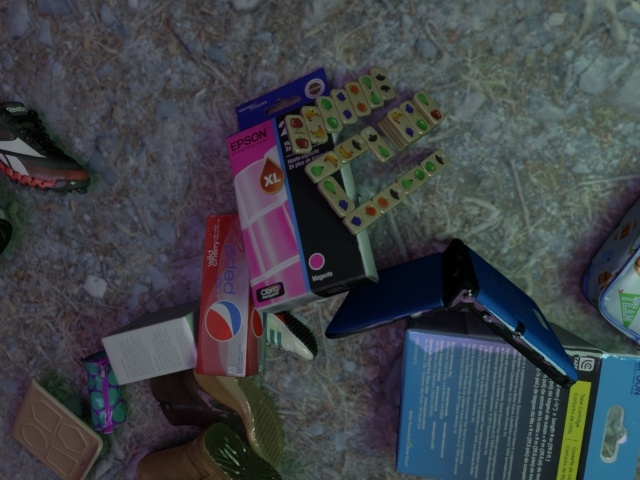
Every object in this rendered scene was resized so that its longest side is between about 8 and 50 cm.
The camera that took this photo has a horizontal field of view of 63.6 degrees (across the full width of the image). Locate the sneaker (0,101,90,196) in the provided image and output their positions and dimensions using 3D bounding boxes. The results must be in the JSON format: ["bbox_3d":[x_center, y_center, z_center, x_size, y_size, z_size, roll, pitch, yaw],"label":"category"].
[{"bbox_3d":[-0.539,-0.174,0.941,0.276,0.097,0.135,24,106,9],"label":"sneaker"}]

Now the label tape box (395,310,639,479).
[{"bbox_3d":[0.302,0.258,0.819,0.347,0.115,0.249,4,102,10],"label":"label tape box"}]

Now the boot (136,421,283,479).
[{"bbox_3d":[-0.197,0.454,0.943,0.269,0.089,0.236,-39,86,38],"label":"boot"}]

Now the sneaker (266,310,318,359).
[{"bbox_3d":[-0.079,0.167,0.920,0.161,0.057,0.075,39,107,9],"label":"sneaker"}]

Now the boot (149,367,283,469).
[{"bbox_3d":[-0.196,0.330,0.975,0.206,0.090,0.249,-21,99,29],"label":"boot"}]

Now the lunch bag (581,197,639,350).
[{"bbox_3d":[0.544,0.040,0.727,0.243,0.115,0.303,32,104,3],"label":"lunch bag"}]

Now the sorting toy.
[{"bbox_3d":[-0.539,0.397,1.059,0.208,0.038,0.193,40,119,8],"label":"sorting toy"}]

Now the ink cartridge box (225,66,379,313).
[{"bbox_3d":[-0.042,-0.090,0.787,0.175,0.069,0.371,-19,69,18],"label":"ink cartridge box"}]

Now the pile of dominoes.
[{"bbox_3d":[0.078,-0.150,0.747,0.196,0.251,0.040,52,147,3],"label":"pile of dominoes"}]

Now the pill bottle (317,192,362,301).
[{"bbox_3d":[0.000,0.000,0.846,0.103,0.103,0.184,23,103,8],"label":"pill bottle"}]

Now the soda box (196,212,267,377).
[{"bbox_3d":[-0.142,0.089,0.864,0.092,0.083,0.264,-1,81,17],"label":"soda box"}]

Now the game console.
[{"bbox_3d":[0.176,0.110,0.728,0.250,0.293,0.173,40,107,3],"label":"game console"}]

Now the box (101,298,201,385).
[{"bbox_3d":[-0.271,0.176,0.924,0.170,0.130,0.091,-16,96,16],"label":"box"}]

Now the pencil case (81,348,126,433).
[{"bbox_3d":[-0.422,0.292,1.010,0.064,0.070,0.152,-9,101,-24],"label":"pencil case"}]

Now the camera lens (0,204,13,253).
[{"bbox_3d":[-0.737,-0.053,0.944,0.274,0.219,0.219,45,106,2],"label":"camera lens"}]
